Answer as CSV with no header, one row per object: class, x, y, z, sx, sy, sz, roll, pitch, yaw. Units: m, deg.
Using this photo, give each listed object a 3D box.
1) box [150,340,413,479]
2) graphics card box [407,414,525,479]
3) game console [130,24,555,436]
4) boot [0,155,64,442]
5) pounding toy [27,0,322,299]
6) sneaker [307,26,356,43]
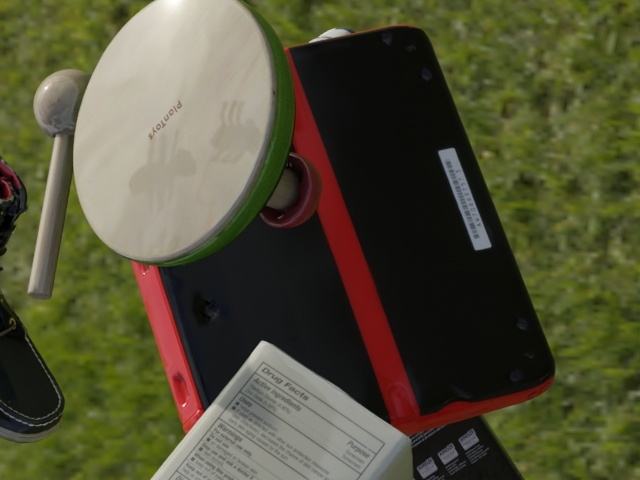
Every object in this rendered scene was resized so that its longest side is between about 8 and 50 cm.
box,-0.075,0.246,1.287,0.148,0.311,0.121,34,160,20
graphics card box,0.069,0.231,1.958,0.232,0.371,0.094,-34,16,0
game console,0.000,0.000,1.578,0.060,0.342,0.387,126,128,-63
boot,-0.273,0.037,1.400,0.236,0.085,0.178,48,135,9
pounding toy,-0.083,-0.058,1.170,0.236,0.110,0.183,-18,67,37
sneaker,-0.017,-0.150,2.113,0.094,0.091,0.258,41,130,7
